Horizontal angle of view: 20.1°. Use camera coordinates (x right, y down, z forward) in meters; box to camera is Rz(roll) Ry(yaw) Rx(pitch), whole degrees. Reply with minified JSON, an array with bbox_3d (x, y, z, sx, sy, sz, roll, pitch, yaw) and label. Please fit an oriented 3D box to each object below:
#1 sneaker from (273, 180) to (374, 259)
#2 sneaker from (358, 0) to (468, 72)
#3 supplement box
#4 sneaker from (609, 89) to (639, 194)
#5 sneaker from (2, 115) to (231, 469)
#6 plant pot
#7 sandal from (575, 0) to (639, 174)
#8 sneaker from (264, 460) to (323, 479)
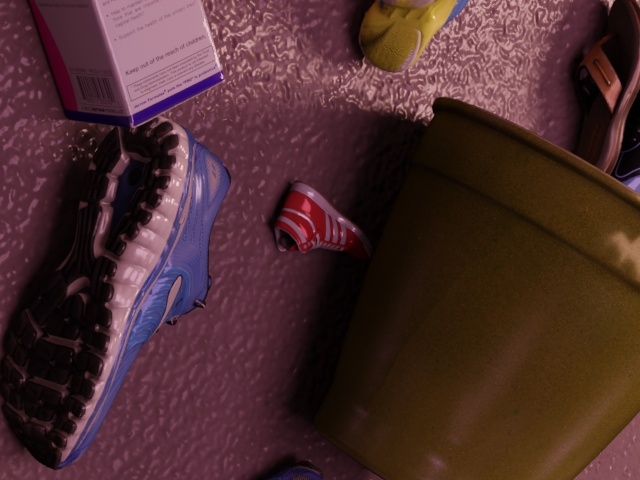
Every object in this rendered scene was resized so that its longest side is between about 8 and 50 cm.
[{"bbox_3d":[0.000,0.000,1.819,0.118,0.042,0.067,41,67,-28],"label":"sneaker"},{"bbox_3d":[0.119,-0.277,1.792,0.091,0.240,0.126,40,46,4],"label":"sneaker"},{"bbox_3d":[-0.185,-0.223,1.585,0.114,0.111,0.220,-31,116,-32],"label":"supplement box"},{"bbox_3d":[0.374,-0.142,2.087,0.232,0.081,0.090,-52,122,-29],"label":"sneaker"},{"bbox_3d":[-0.168,0.059,1.629,0.147,0.130,0.330,23,94,-50],"label":"sneaker"},{"bbox_3d":[0.180,0.102,1.815,0.366,0.366,0.353,34,87,-38],"label":"plant pot"},{"bbox_3d":[0.314,-0.171,2.040,0.060,0.090,0.219,15,95,-18],"label":"sandal"},{"bbox_3d":[0.004,0.319,1.853,0.087,0.083,0.221,-42,123,-33],"label":"sneaker"}]
